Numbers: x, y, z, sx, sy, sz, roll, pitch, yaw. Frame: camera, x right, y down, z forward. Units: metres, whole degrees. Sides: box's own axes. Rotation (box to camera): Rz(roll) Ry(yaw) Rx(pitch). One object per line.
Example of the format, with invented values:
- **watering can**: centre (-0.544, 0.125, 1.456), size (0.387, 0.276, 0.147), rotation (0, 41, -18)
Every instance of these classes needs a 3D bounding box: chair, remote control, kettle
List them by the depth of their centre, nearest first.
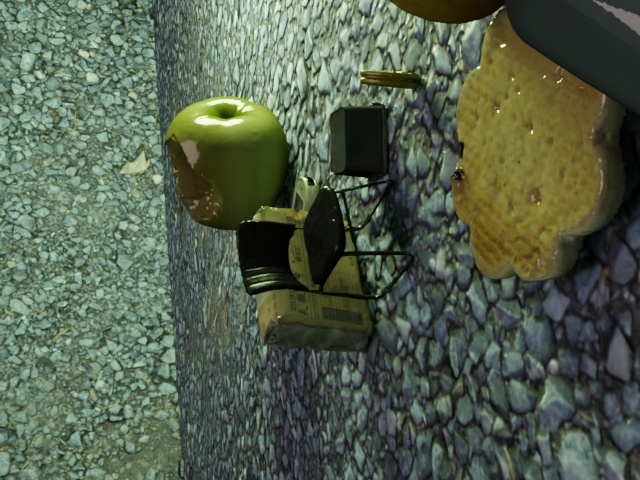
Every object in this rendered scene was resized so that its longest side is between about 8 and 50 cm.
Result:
- **kettle**: centre (0.287, -0.178, 0.637), size (0.210, 0.160, 0.243), rotation (-51, 44, 17)
- **chair**: centre (0.000, 0.000, 1.278), size (0.145, 0.221, 0.140), rotation (119, 146, -53)
- **remote control**: centre (-0.035, -0.018, 1.646), size (0.078, 0.042, 0.221), rotation (-120, 36, -56)

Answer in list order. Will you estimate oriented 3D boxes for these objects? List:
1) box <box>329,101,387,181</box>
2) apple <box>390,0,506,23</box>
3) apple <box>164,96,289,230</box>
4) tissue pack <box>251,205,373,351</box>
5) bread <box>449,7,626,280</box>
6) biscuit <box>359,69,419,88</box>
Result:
- **box**: centre (0.057, -0.153, 1.348), size (0.084, 0.069, 0.122), rotation (164, 105, -72)
- **apple**: centre (0.139, -0.351, 0.936), size (0.237, 0.207, 0.237), rotation (-38, 25, 21)
- **apple**: centre (-0.190, -0.164, 1.782), size (0.279, 0.279, 0.279), rotation (180, 90, -70)
- **tissue pack**: centre (-0.018, 0.064, 1.387), size (0.090, 0.186, 0.222), rotation (-46, 46, 47)
- **bread**: centre (0.222, -0.104, 0.911), size (0.316, 0.054, 0.316), rotation (-178, 90, -71)
- **biscuit**: centre (0.096, -0.226, 1.217), size (0.084, 0.084, 0.023), rotation (-151, 64, -68)
